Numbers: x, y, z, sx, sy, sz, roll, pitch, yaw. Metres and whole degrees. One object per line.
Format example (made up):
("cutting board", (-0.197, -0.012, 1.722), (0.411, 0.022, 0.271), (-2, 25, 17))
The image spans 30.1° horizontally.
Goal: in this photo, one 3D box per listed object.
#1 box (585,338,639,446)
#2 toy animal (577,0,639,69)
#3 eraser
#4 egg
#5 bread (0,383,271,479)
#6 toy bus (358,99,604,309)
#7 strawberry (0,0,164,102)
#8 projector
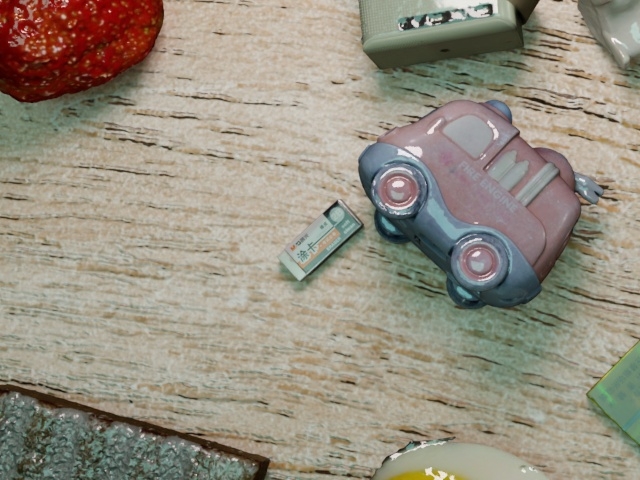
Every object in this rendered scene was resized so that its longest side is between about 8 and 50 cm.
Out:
("box", (0.461, 0.228, 1.562), (0.193, 0.030, 0.121), (44, 96, 11))
("toy animal", (0.474, -0.344, 1.537), (0.282, 0.138, 0.140), (-23, 114, 13))
("eraser", (0.000, 0.000, 1.668), (0.122, 0.029, 0.052), (-43, 80, 6))
("egg", (0.182, 0.434, 1.513), (0.337, 0.201, 0.337), (-7, 51, 9))
("bread", (-0.289, 0.327, 1.665), (0.417, 0.113, 0.165), (13, 91, 11))
("toy bus", (0.205, -0.060, 1.558), (0.294, 0.197, 0.232), (43, 85, 12))
("strawberry", (-0.359, -0.317, 1.669), (0.277, 0.257, 0.257), (1, 86, -5))
("projector", (0.170, -0.339, 1.590), (0.243, 0.163, 0.177), (-6, 86, 15))
